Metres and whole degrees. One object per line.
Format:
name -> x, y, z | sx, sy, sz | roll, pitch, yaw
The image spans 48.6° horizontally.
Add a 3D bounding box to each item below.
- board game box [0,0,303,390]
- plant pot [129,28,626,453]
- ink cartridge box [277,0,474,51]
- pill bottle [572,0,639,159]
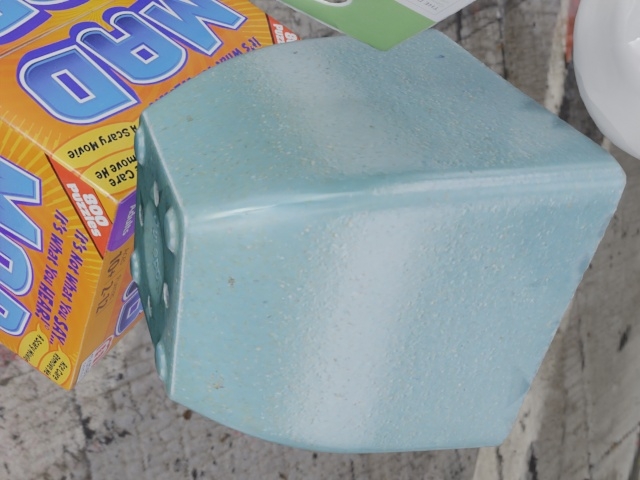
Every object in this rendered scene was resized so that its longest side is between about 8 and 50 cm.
board game box -> -0.294, -0.126, 0.836 | 0.356, 0.356, 0.356 | 36, 46, 4
plant pot -> 0.000, 0.000, 0.514 | 0.252, 0.248, 0.247 | -5, 126, -23
ink cartridge box -> 0.026, -0.164, 0.293 | 0.171, 0.235, 0.056 | 19, 82, -24
pill bottle -> 0.331, -0.115, 0.457 | 0.318, 0.176, 0.176 | 3, 89, -33
